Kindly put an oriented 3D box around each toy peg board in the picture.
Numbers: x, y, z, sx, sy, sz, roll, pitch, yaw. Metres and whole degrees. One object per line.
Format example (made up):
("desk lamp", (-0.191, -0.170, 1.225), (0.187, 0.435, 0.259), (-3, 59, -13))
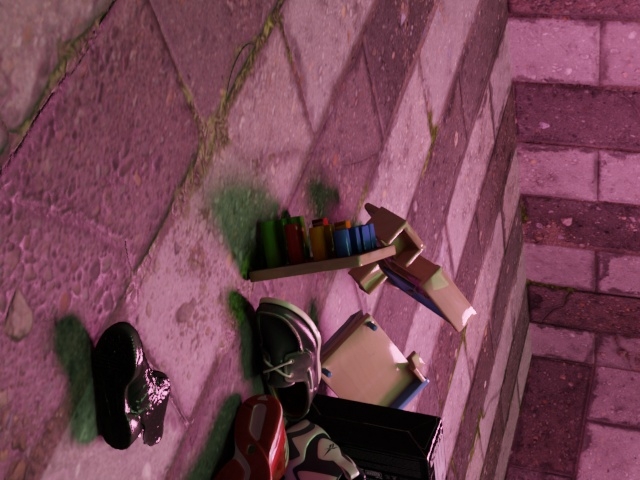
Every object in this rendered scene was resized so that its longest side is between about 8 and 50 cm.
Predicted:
("toy peg board", (0.000, 0.000, 1.370), (0.161, 0.161, 0.079), (-15, 95, -68))

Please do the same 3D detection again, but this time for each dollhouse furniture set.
("dollhouse furniture set", (0.055, 0.128, 1.679), (0.303, 0.198, 0.286), (-47, 127, -8))

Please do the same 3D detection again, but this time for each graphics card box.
("graphics card box", (0.089, 0.417, 1.623), (0.094, 0.233, 0.371), (-61, 150, -43))

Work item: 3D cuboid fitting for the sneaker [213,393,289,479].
("sneaker", (-0.084, 0.332, 1.341), (0.128, 0.087, 0.221), (68, 36, -51))

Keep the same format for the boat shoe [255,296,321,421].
("boat shoe", (-0.046, 0.167, 1.389), (0.233, 0.084, 0.079), (79, 26, -47))

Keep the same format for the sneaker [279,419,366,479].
("sneaker", (0.007, 0.391, 1.454), (0.094, 0.153, 0.235), (-17, 127, -46))

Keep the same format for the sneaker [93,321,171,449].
("sneaker", (-0.193, 0.151, 1.041), (0.089, 0.051, 0.170), (-40, 138, -62))
